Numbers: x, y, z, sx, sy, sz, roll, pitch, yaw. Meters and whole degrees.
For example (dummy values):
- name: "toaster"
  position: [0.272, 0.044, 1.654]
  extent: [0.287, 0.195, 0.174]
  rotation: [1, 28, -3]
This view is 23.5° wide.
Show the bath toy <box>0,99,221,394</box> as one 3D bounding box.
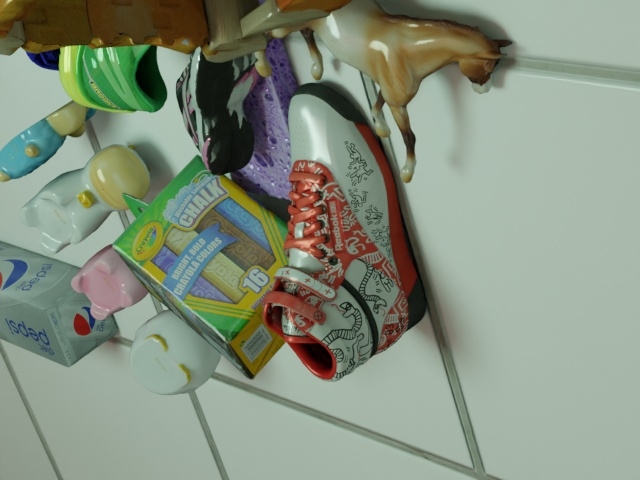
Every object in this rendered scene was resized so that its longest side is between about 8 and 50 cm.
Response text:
- name: "bath toy"
  position: [-0.211, 0.007, 1.728]
  extent: [0.151, 0.129, 0.348]
  rotation: [-23, 103, 38]

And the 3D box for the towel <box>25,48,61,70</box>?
- name: "towel"
  position: [-0.332, -0.335, 1.516]
  extent: [0.308, 0.076, 0.227]
  rotation: [54, 153, 30]

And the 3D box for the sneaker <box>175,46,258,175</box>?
- name: "sneaker"
  position: [-0.108, -0.145, 1.441]
  extent: [0.077, 0.072, 0.178]
  rotation: [45, 143, 34]

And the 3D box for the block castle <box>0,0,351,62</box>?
- name: "block castle"
  position: [-0.082, -0.299, 1.082]
  extent: [0.453, 0.303, 0.213]
  rotation: [-28, 69, 56]

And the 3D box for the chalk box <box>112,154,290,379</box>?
- name: "chalk box"
  position: [-0.114, 0.014, 1.570]
  extent: [0.213, 0.132, 0.132]
  rotation: [39, 169, 21]

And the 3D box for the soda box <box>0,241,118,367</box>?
- name: "soda box"
  position: [-0.402, 0.077, 2.067]
  extent: [0.286, 0.091, 0.098]
  rotation: [16, 132, 44]

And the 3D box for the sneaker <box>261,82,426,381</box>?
- name: "sneaker"
  position: [0.001, 0.001, 1.426]
  extent: [0.090, 0.145, 0.270]
  rotation: [9, 128, 48]

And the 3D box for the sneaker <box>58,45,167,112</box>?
- name: "sneaker"
  position: [-0.162, -0.251, 1.419]
  extent: [0.123, 0.109, 0.295]
  rotation: [19, 123, 11]

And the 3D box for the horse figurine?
- name: "horse figurine"
  position: [0.027, -0.168, 1.305]
  extent: [0.263, 0.066, 0.174]
  rotation: [40, 148, 18]

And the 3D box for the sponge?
- name: "sponge"
  position: [-0.067, -0.137, 1.486]
  extent: [0.117, 0.031, 0.210]
  rotation: [15, 132, 45]
